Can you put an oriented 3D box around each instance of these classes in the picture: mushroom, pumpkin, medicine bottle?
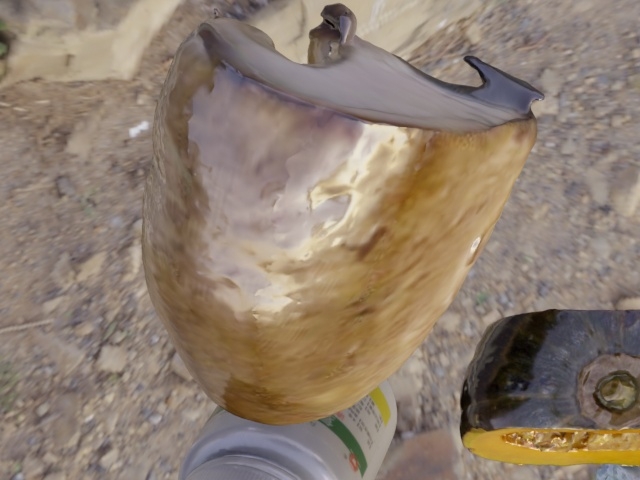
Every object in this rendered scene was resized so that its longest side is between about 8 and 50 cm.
[{"bbox_3d":[-0.027,0.022,1.116,0.224,0.314,0.397,34,115,20],"label":"mushroom"},{"bbox_3d":[0.299,0.153,1.329,0.317,0.222,0.139,-4,72,13],"label":"pumpkin"},{"bbox_3d":[-0.050,0.273,1.537,0.208,0.339,0.208,8,118,15],"label":"medicine bottle"}]

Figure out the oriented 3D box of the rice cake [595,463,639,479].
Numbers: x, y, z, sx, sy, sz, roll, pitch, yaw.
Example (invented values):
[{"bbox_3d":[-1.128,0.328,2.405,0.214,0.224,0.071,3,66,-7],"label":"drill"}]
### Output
[{"bbox_3d":[0.310,0.312,1.419,0.063,0.069,0.206,27,115,33],"label":"rice cake"}]
